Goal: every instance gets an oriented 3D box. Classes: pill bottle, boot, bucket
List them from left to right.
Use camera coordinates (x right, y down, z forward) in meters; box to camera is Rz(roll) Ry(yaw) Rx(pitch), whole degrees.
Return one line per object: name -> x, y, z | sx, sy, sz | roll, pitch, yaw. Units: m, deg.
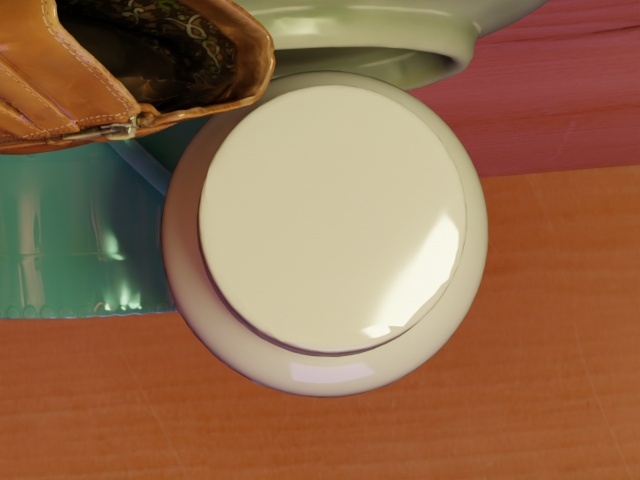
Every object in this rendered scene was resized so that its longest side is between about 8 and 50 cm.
boot -> -0.180, -0.076, 0.776 | 0.283, 0.109, 0.220 | 8, 176, -45
bucket -> -0.148, -0.046, 1.292 | 0.281, 0.183, 0.281 | -2, -176, 0
pill bottle -> 0.000, 0.000, 0.998 | 0.169, 0.169, 0.301 | -4, 175, -3

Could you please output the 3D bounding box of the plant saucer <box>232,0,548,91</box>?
plant saucer -> -0.027, -0.133, 0.995 | 0.400, 0.100, 0.400 | -5, 176, 0
